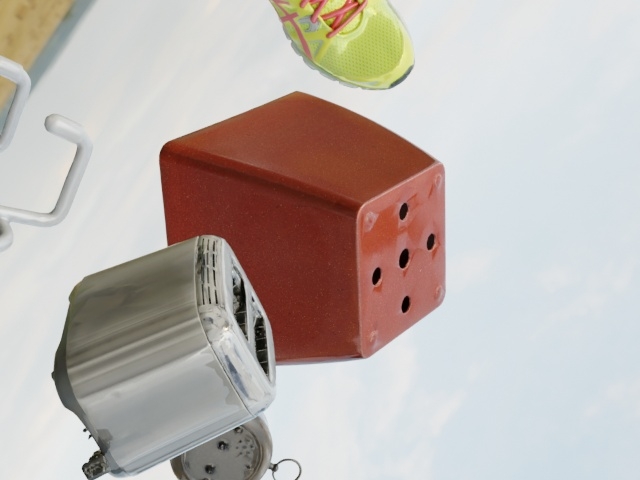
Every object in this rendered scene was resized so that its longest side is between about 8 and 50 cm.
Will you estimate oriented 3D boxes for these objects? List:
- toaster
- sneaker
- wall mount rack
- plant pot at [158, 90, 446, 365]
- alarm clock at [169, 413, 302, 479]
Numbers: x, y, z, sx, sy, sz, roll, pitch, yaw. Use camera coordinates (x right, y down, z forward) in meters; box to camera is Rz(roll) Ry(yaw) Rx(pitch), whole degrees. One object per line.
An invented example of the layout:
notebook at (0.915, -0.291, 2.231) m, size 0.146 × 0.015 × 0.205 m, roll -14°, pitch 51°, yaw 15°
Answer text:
toaster at (-0.122, 0.089, 0.976) m, size 0.146 × 0.129 × 0.227 m, roll -24°, pitch -157°, yaw 6°
sneaker at (-0.010, -0.196, 0.910) m, size 0.081 × 0.208 × 0.094 m, roll -44°, pitch 175°, yaw 0°
wall mount rack at (-0.365, -0.115, 0.989) m, size 0.350 × 0.304 × 0.130 m, roll 39°, pitch -69°, yaw 55°
plant pot at (0.000, 0.000, 1.387) m, size 0.236 × 0.267 × 0.267 m, roll 14°, pitch -153°, yaw 34°
alarm clock at (-0.107, 0.264, 1.507) m, size 0.129 × 0.192 × 0.064 m, roll -62°, pitch -160°, yaw 11°
